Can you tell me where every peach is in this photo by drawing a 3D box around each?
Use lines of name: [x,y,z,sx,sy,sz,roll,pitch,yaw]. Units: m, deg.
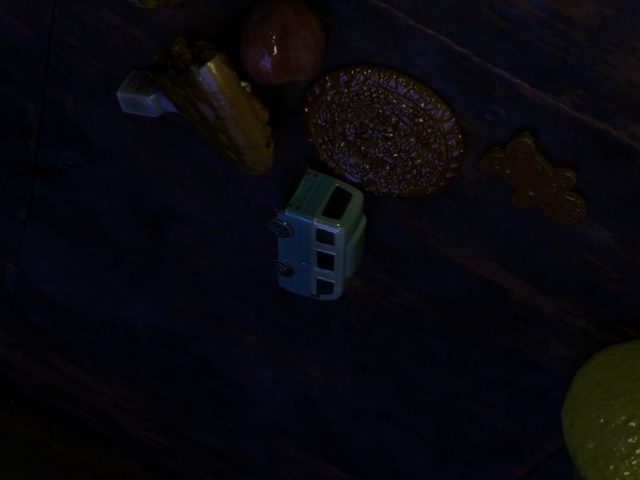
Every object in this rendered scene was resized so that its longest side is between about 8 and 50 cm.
peach: [-0.066,-0.325,1.744,0.152,0.152,0.152,17,142,13]

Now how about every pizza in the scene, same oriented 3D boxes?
pizza: [-0.174,-0.231,1.864,0.278,0.114,0.409,46,170,22]

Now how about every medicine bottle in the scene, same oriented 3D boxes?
medicine bottle: [-0.305,-0.267,1.991,0.117,0.074,0.055,13,141,19]

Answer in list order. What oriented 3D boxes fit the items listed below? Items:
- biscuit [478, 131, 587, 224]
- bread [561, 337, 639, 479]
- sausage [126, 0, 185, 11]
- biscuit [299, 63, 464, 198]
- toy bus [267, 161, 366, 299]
biscuit: [0.367,-0.097,1.822,0.205,0.031,0.138,39,142,-16]
bread: [0.621,0.378,2.016,0.348,0.348,0.308,13,152,18]
sausage: [-0.258,-0.497,1.647,0.125,0.117,0.317,23,144,15]
biscuit: [0.104,-0.179,1.880,0.305,0.038,0.305,17,142,13]
toy bus: [0.000,0.000,2.074,0.164,0.133,0.271,19,145,13]
